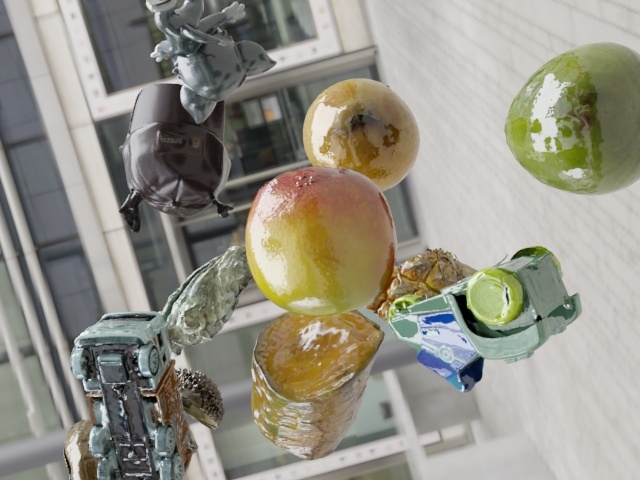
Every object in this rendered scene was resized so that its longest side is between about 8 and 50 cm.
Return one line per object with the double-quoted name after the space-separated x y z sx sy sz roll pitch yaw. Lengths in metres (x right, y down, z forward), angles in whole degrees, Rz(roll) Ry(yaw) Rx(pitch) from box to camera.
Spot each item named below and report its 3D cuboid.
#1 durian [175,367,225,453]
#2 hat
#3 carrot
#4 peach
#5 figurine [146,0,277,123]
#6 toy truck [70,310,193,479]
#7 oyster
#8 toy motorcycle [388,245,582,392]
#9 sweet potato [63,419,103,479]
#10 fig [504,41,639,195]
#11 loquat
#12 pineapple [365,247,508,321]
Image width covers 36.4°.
-0.313 0.376 2.157 0.196 0.196 0.166 -106 8 -50 "durian"
-0.287 -0.148 1.975 0.336 0.238 0.208 105 162 -47 "hat"
-0.019 0.264 1.942 0.340 0.242 0.241 101 160 -47 "carrot"
0.000 0.000 1.432 0.231 0.231 0.230 165 90 -90 "peach"
-0.199 -0.347 1.698 0.140 0.193 0.265 52 174 20 "figurine"
-0.293 0.261 1.582 0.162 0.136 0.305 -67 -28 -66 "toy truck"
-0.207 0.111 1.828 0.112 0.198 0.267 43 141 4 "oyster"
0.271 0.149 1.672 0.191 0.327 0.199 -21 -95 -51 "toy motorcycle"
-0.438 0.416 1.837 0.310 0.098 0.124 -109 22 -64 "sweet potato"
0.499 -0.230 1.894 0.316 0.316 0.316 165 90 -90 "fig"
0.089 -0.228 2.149 0.263 0.263 0.262 165 90 -90 "loquat"
0.260 0.115 2.040 0.158 0.335 0.161 -59 39 32 "pineapple"
